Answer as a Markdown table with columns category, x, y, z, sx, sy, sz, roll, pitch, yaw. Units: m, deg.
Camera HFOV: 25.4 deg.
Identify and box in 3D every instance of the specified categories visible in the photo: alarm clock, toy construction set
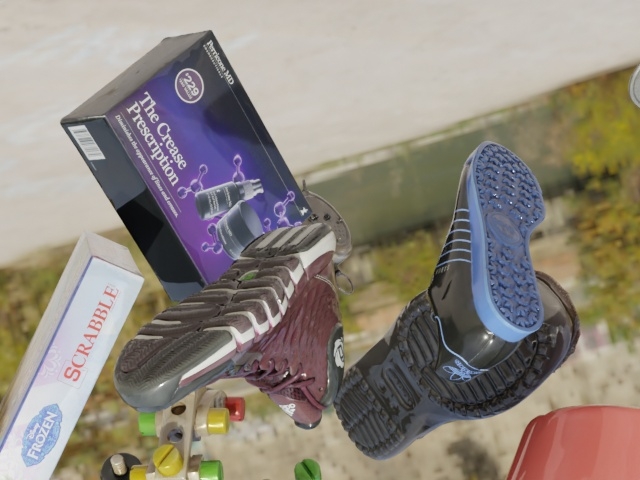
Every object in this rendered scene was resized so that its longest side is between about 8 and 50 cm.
| category | x | y | z | sx | sy | sz | roll | pitch | yaw |
| --- | --- | --- | --- | --- | --- | --- | --- | --- | --- |
| alarm clock | 0.000 | 0.000 | 2.143 | 0.064 | 0.192 | 0.129 | -39 | 161 | 27 |
| toy construction set | -0.145 | 0.256 | 1.817 | 0.309 | 0.257 | 0.237 | 19 | 142 | 22 |

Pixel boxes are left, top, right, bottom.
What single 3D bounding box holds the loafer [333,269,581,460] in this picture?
| category | x | y | z | sx | sy | sz | roll | pitch | yaw |
| --- | --- | --- | --- | --- | --- | --- | --- | --- | --- |
| loafer | 0.139 | 0.106 | 1.406 | 0.130 | 0.134 | 0.366 | -27 | 175 | -34 |

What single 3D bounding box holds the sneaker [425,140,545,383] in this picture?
| category | x | y | z | sx | sy | sz | roll | pitch | yaw |
| --- | --- | --- | --- | --- | --- | --- | --- | --- | --- |
| sneaker | 0.126 | 0.014 | 1.149 | 0.081 | 0.232 | 0.090 | 32 | 127 | -17 |

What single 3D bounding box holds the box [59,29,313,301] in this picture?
| category | x | y | z | sx | sy | sz | roll | pitch | yaw |
| --- | --- | --- | --- | --- | --- | --- | --- | --- | --- |
| box | -0.150 | -0.084 | 1.656 | 0.103 | 0.261 | 0.184 | -2 | -144 | 47 |

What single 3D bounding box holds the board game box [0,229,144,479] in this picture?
| category | x | y | z | sx | sy | sz | roll | pitch | yaw |
| --- | --- | --- | --- | --- | --- | --- | --- | --- | --- |
| board game box | -0.304 | 0.154 | 1.616 | 0.066 | 0.318 | 0.318 | 26 | 180 | -12 |

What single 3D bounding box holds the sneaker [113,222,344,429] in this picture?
| category | x | y | z | sx | sy | sz | roll | pitch | yaw |
| --- | --- | --- | --- | --- | --- | --- | --- | --- | --- |
| sneaker | -0.050 | 0.109 | 1.204 | 0.106 | 0.162 | 0.281 | -3 | -156 | 37 |

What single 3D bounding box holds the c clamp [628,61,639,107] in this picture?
| category | x | y | z | sx | sy | sz | roll | pitch | yaw |
| --- | --- | --- | --- | --- | --- | --- | --- | --- | --- |
| c clamp | 0.430 | -0.202 | 1.663 | 0.161 | 0.022 | 0.137 | 25 | 108 | -29 |

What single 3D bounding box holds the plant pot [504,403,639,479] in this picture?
| category | x | y | z | sx | sy | sz | roll | pitch | yaw |
| --- | --- | --- | --- | --- | --- | --- | --- | --- | --- |
| plant pot | 0.239 | 0.276 | 1.114 | 0.275 | 0.243 | 0.275 | 11 | 155 | 5 |
